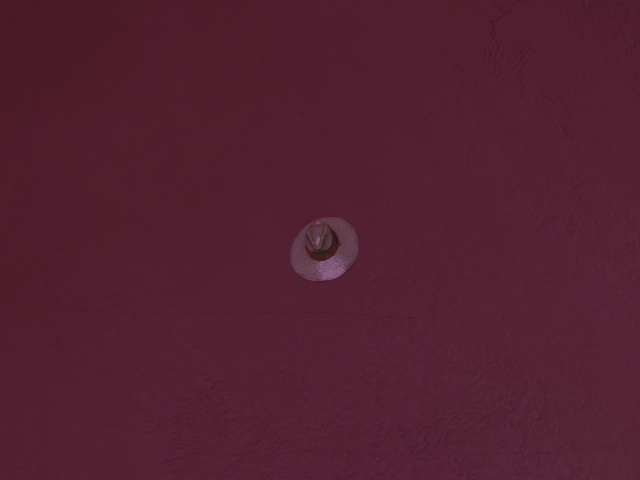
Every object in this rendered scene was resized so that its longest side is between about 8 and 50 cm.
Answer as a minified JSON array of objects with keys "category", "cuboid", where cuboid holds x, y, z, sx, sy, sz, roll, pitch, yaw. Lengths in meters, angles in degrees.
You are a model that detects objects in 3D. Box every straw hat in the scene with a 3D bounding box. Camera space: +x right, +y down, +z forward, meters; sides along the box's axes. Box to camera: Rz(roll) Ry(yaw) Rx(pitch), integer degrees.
[{"category":"straw hat","cuboid":[0.000,0.000,2.027,0.145,0.061,0.144,-7,56,11]}]
